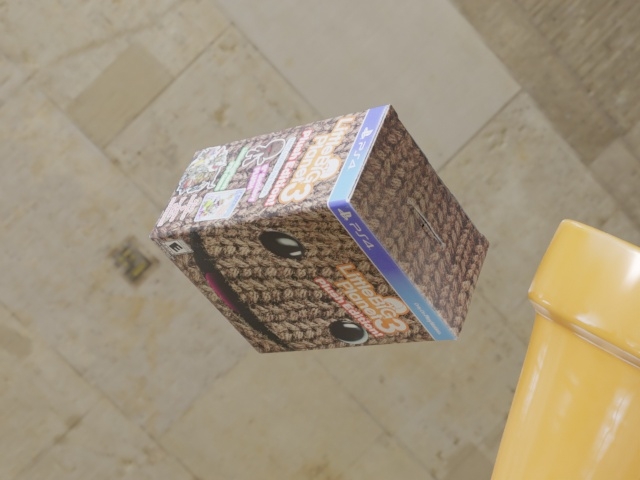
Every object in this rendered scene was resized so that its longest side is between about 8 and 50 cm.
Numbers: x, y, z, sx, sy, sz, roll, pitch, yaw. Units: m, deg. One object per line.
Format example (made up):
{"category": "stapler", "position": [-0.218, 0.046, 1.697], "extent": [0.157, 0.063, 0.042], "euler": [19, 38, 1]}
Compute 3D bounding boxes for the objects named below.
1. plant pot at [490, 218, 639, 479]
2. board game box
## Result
{"category": "plant pot", "position": [0.200, 0.115, 0.695], "extent": [0.205, 0.188, 0.205], "euler": [27, -176, -2]}
{"category": "board game box", "position": [0.000, 0.000, 1.272], "extent": [0.291, 0.141, 0.232], "euler": [-9, 134, 39]}
